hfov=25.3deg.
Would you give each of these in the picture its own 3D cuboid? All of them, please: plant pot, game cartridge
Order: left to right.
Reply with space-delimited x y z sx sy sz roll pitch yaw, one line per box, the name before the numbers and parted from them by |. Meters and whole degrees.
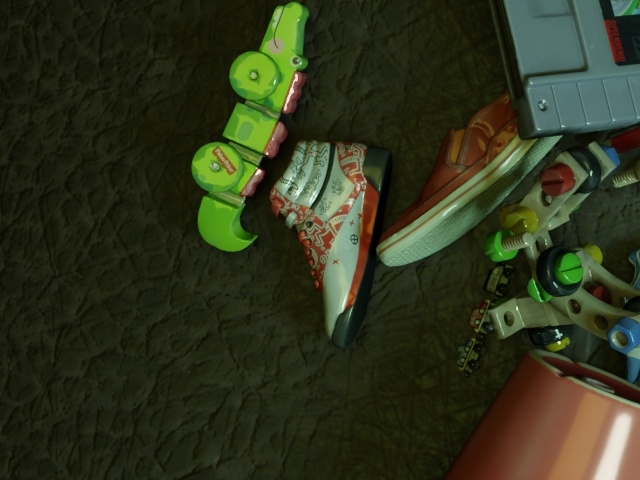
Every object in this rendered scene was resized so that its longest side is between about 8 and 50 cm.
plant pot | 0.290 0.276 1.696 0.275 0.275 0.243 23 97 11
game cartridge | 0.318 -0.311 1.781 0.230 0.068 0.355 -9 81 -19

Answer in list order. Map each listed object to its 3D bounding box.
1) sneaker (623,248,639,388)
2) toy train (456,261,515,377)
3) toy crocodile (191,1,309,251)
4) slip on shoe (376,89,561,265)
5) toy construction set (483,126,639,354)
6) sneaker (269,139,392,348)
sneaker | 0.412 0.109 1.800 0.081 0.080 0.211 15 90 33
toy train | 0.211 0.102 1.853 0.036 0.027 0.158 21 91 15
toy crocodile | -0.084 -0.152 1.881 0.105 0.115 0.340 23 93 6
slip on shoe | 0.190 -0.094 1.827 0.331 0.123 0.101 -45 71 0
toy construction set | 0.305 -0.003 1.760 0.257 0.237 0.309 45 58 -17
sneaker | 0.000 -0.001 1.869 0.145 0.090 0.270 10 85 12
